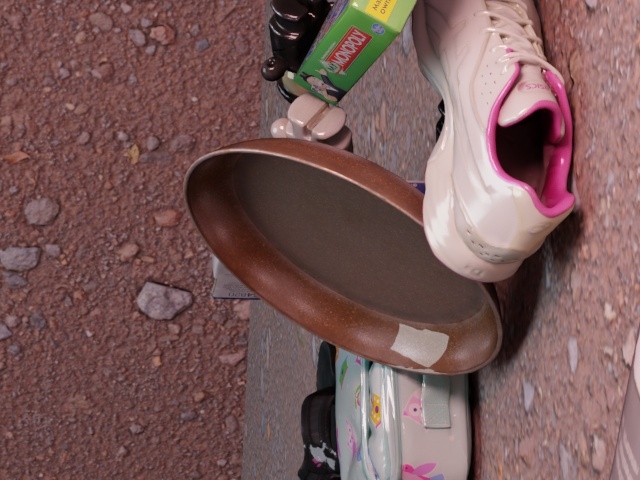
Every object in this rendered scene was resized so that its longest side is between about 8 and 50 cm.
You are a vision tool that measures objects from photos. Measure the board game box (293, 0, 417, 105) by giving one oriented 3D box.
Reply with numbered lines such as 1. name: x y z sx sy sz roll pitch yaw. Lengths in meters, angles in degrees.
1. board game box: 0.086 -0.278 1.498 0.317 0.046 0.213 -63 5 -16

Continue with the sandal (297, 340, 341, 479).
1. sandal: 0.017 0.241 2.237 0.446 0.107 0.167 -128 39 -76

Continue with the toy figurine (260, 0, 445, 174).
1. toy figurine: 0.058 -0.129 1.653 0.148 0.213 0.209 84 177 -58

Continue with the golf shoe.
1. golf shoe: 0.148 -0.125 1.460 0.140 0.115 0.306 146 124 -59

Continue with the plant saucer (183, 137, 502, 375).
1. plant saucer: 0.026 0.008 1.612 0.050 0.311 0.310 -59 -5 -24

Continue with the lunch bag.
1. lunch bag: 0.079 0.125 1.828 0.224 0.108 0.279 117 152 -72

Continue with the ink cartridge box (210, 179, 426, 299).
1. ink cartridge box: 0.000 0.000 1.971 0.224 0.223 0.045 110 158 -62

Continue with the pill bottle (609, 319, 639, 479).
1. pill bottle: 0.201 0.148 0.683 0.210 0.210 0.362 -104 17 -58
